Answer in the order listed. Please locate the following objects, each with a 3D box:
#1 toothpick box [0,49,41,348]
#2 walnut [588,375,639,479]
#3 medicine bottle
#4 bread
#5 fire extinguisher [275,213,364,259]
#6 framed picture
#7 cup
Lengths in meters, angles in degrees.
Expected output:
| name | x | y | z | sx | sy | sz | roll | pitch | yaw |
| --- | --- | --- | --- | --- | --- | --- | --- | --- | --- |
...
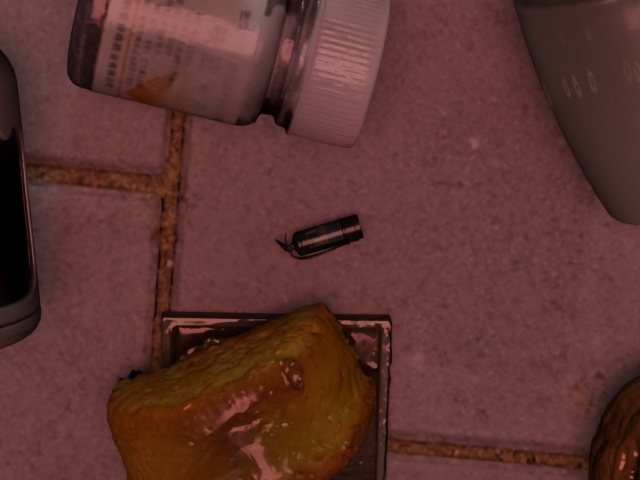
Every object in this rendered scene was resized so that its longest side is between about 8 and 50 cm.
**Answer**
| name | x | y | z | sx | sy | sz | roll | pitch | yaw |
| --- | --- | --- | --- | --- | --- | --- | --- | --- | --- |
| toothpick box | -0.378 | -0.062 | 1.720 | 0.229 | 0.229 | 0.316 | -4 | 100 | -1 |
| walnut | 0.337 | 0.219 | 1.821 | 0.155 | 0.155 | 0.184 | 13 | 111 | -4 |
| medicine bottle | -0.083 | -0.188 | 1.712 | 0.273 | 0.165 | 0.165 | 14 | 101 | -3 |
| bread | -0.075 | 0.180 | 1.781 | 0.261 | 0.147 | 0.160 | -19 | 104 | 4 |
| fire extinguisher | 0.000 | 0.000 | 1.827 | 0.083 | 0.025 | 0.038 | -16 | 125 | 2 |
| framed picture | -0.046 | 0.225 | 1.876 | 0.232 | 0.024 | 0.315 | 2 | 101 | -2 |
| cup | 0.329 | -0.162 | 1.743 | 0.258 | 0.186 | 0.234 | -30 | 112 | -23 |
